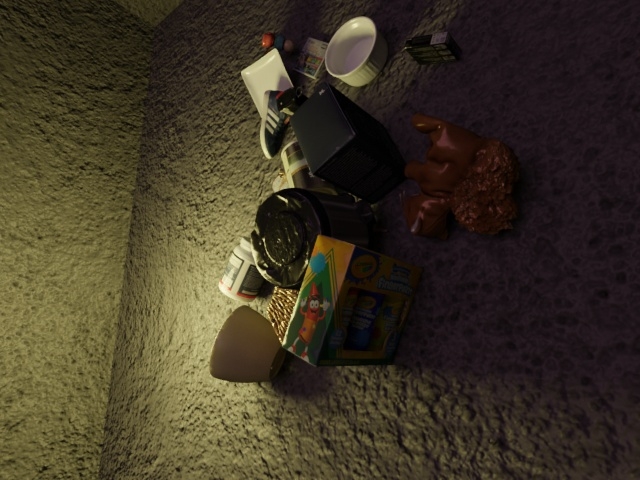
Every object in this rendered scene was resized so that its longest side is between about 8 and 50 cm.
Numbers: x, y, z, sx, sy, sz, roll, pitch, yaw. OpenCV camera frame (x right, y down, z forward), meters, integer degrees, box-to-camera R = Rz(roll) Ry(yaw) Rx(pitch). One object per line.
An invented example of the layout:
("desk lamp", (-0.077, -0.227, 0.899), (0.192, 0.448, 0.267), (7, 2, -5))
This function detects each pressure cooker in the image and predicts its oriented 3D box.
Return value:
("pressure cooker", (-0.001, -0.006, 1.609), (0.369, 0.420, 0.376), (11, 95, 36))

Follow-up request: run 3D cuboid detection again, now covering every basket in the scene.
("basket", (-0.068, 0.301, 1.657), (0.213, 0.299, 0.223), (15, 88, 41))

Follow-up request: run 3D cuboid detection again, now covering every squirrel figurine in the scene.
("squirrel figurine", (0.435, -0.161, 1.385), (0.397, 0.280, 0.371), (35, 108, 44))

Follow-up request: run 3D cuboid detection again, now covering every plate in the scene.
("plate", (-0.261, -0.820, 2.244), (0.277, 0.045, 0.278), (-16, 106, 37))

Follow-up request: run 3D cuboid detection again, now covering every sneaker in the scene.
("sneaker", (-0.217, -0.597, 2.176), (0.147, 0.131, 0.351), (3, 94, 11))

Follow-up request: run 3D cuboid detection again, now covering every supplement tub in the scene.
("supplement tub", (-0.350, 0.138, 2.023), (0.191, 0.191, 0.273), (32, 99, 42))

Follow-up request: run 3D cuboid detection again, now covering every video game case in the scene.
("video game case", (-0.041, -0.938, 2.183), (0.201, 0.023, 0.184), (39, 104, 40))

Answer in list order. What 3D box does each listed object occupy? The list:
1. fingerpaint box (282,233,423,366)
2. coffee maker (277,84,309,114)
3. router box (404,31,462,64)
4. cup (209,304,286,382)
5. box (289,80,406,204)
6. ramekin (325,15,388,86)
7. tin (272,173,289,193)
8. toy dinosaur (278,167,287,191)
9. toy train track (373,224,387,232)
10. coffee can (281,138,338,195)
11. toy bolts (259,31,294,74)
("fingerpaint box", (0.129, 0.215, 1.415), (0.163, 0.444, 0.372), (18, 89, 41))
("coffee maker", (-0.090, -0.643, 2.033), (0.171, 0.178, 0.120), (6, 84, 44))
("router box", (0.433, -0.736, 1.636), (0.178, 0.133, 0.046), (14, 88, 42))
("cup", (-0.284, 0.472, 1.820), (0.236, 0.331, 0.332), (18, 90, 16))
("box", (0.117, -0.356, 1.624), (0.212, 0.395, 0.294), (-38, 55, 26))
("ramekin", (0.167, -0.831, 1.894), (0.277, 0.135, 0.278), (-12, 70, 38))
("tin", (-0.180, -0.249, 2.095), (0.106, 0.040, 0.190), (-50, 51, 24))
("toy dinosaur", (-0.166, -0.307, 2.046), (0.183, 0.053, 0.092), (-45, 56, -3))
("toy train track", (0.230, -0.041, 1.693), (0.083, 0.014, 0.048), (7, 75, 36))
("coffee can", (-0.052, -0.285, 1.880), (0.201, 0.201, 0.276), (-33, 58, 30))
("toy bolts", (-0.226, -0.998, 2.294), (0.218, 0.158, 0.229), (-72, -1, -51))
